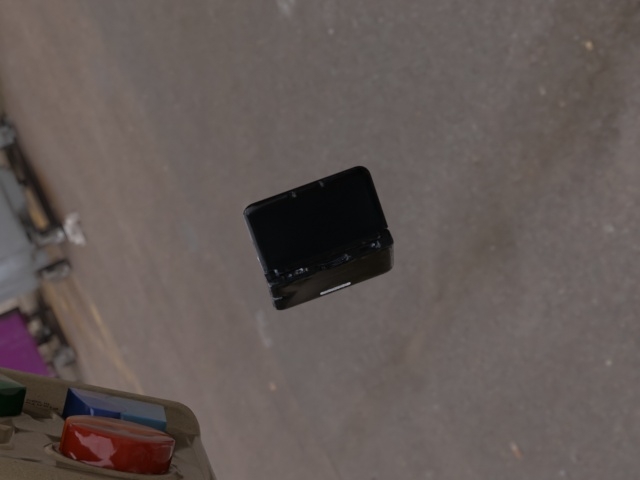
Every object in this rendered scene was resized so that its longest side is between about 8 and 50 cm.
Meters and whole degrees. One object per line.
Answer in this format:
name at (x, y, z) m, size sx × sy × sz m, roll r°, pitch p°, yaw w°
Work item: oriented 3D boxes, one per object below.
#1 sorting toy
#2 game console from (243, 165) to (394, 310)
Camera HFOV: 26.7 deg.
sorting toy at (-0.209, 0.096, 0.760) m, size 0.229 × 0.307 × 0.041 m, roll -141°, pitch 64°, yaw -79°
game console at (0.000, 0.000, 1.249) m, size 0.107 × 0.122 × 0.071 m, roll 81°, pitch 168°, yaw -67°
